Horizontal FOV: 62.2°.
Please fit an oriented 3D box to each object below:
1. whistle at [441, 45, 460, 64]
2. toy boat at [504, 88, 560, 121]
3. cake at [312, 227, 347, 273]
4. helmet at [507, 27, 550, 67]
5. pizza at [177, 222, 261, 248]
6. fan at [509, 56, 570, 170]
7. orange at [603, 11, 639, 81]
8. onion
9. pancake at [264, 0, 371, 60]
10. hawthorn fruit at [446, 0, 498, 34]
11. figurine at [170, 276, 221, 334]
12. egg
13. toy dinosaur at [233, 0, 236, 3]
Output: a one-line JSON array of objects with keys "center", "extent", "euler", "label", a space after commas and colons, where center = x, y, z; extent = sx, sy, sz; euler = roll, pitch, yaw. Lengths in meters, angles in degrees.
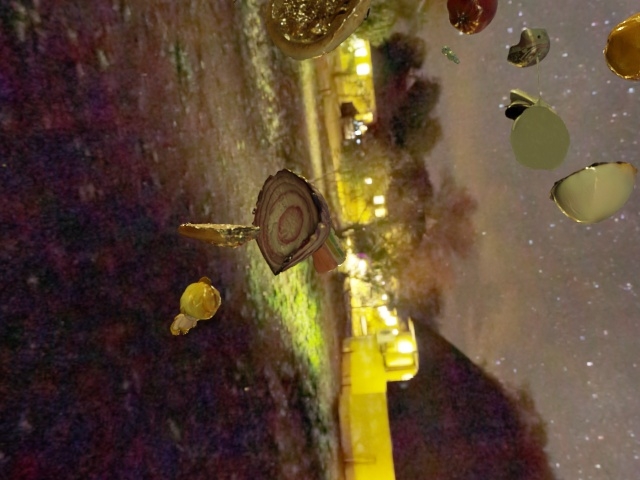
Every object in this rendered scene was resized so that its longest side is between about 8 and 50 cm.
[{"center": [0.526, -0.750, 2.145], "extent": [0.100, 0.035, 0.035], "euler": [48, 1, 9], "label": "whistle"}, {"center": [0.800, -0.470, 2.020], "extent": [0.270, 0.140, 0.141], "euler": [-111, -174, -46], "label": "toy boat"}, {"center": [0.017, -0.001, 1.852], "extent": [0.109, 0.090, 0.226], "euler": [-36, 115, -49], "label": "cake"}, {"center": [0.853, -0.762, 2.142], "extent": [0.107, 0.153, 0.177], "euler": [60, -35, 25], "label": "helmet"}, {"center": [-0.213, -0.012, 1.217], "extent": [0.195, 0.185, 0.053], "euler": [-2, 99, -48], "label": "pizza"}, {"center": [0.585, -0.340, 1.419], "extent": [0.010, 0.182, 0.311], "euler": [162, -71, -77], "label": "fan"}, {"center": [0.746, -0.457, 1.249], "extent": [0.159, 0.136, 0.159], "euler": [17, 90, -70], "label": "orange"}, {"center": [-0.076, -0.076, 1.600], "extent": [0.314, 0.146, 0.280], "euler": [-50, -127, 39], "label": "onion"}, {"center": [-0.008, -0.737, 1.627], "extent": [0.071, 0.381, 0.383], "euler": [33, 48, -62], "label": "pancake"}, {"center": [0.545, -0.843, 1.875], "extent": [0.201, 0.179, 0.179], "euler": [-59, 161, -17], "label": "hawthorn fruit"}, {"center": [-0.408, 0.221, 1.726], "extent": [0.156, 0.246, 0.131], "euler": [-1, 52, -53], "label": "figurine"}, {"center": [0.971, -0.147, 1.850], "extent": [0.264, 0.286, 0.174], "euler": [114, -35, -62], "label": "egg"}, {"center": [-0.252, -0.786, 1.617], "extent": [0.180, 0.037, 0.058], "euler": [151, -51, -84], "label": "toy dinosaur"}]
